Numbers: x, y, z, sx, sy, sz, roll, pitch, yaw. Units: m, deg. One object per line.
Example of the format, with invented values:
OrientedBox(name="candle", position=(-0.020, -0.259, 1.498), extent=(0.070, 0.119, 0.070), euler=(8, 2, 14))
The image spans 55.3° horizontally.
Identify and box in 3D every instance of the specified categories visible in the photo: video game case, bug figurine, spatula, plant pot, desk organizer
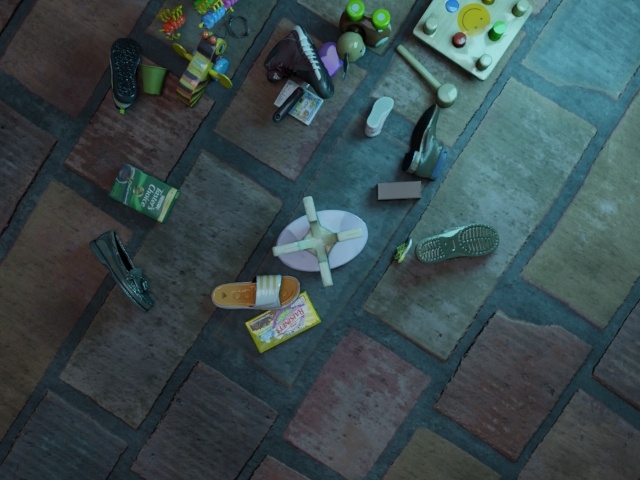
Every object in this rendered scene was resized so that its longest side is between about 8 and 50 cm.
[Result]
OrientedBox(name="video game case", position=(-0.065, -0.409, 1.814), extent=(0.122, 0.011, 0.087), euler=(32, 91, 1))
OrientedBox(name="bug figurine", position=(-0.329, -0.650, 1.722), extent=(0.216, 0.278, 0.072), euler=(-52, 131, -25))
OrientedBox(name="spatula", position=(-0.040, -0.458, 1.793), extent=(0.084, 0.030, 0.296), euler=(41, 82, 1))
OrientedBox(name="plant pot", position=(-0.491, -0.471, 1.797), extent=(0.083, 0.083, 0.079), euler=(9, 103, 1))
OrientedBox(name="desk organizer", position=(0.230, -0.144, 1.794), extent=(0.130, 0.047, 0.050), euler=(-2, 89, 2))

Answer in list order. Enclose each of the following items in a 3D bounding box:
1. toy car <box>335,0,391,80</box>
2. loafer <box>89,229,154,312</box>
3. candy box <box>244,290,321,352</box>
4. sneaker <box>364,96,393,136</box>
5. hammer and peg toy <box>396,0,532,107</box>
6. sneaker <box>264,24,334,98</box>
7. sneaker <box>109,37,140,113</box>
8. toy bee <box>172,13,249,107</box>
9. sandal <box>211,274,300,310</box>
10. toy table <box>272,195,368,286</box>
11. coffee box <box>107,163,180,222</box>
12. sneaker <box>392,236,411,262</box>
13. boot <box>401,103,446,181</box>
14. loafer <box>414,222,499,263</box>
OrientedBox(name="toy car", position=(0.105, -0.548, 1.727), extent=(0.148, 0.155, 0.189), euler=(20, 87, 1))
OrientedBox(name="loafer", position=(-0.570, 0.087, 1.800), extent=(0.084, 0.096, 0.268), euler=(-39, 88, -4))
OrientedBox(name="candy box", position=(-0.111, 0.242, 1.820), extent=(0.205, 0.027, 0.105), euler=(-28, 92, 2))
OrientedBox(name="sneaker", position=(0.168, -0.359, 1.795), extent=(0.050, 0.070, 0.134), euler=(27, 62, 9))
OrientedBox(name="hammer and peg toy", position=(0.396, -0.583, 1.740), extent=(0.265, 0.127, 0.361), euler=(35, 92, 1))
OrientedBox(name="sneaker", position=(-0.070, -0.474, 1.744), extent=(0.162, 0.106, 0.282), euler=(-30, 55, 14))
OrientedBox(name="sneaker", position=(-0.582, -0.482, 1.791), extent=(0.084, 0.097, 0.235), euler=(8, 66, -23))
OrientedBox(name="toy bee", position=(-0.332, -0.532, 1.746), extent=(0.195, 0.162, 0.299), euler=(13, 91, 3))
OrientedBox(name="sandal", position=(-0.192, 0.153, 1.784), extent=(0.265, 0.076, 0.102), euler=(-6, 70, 2))
OrientedBox(name="toy table", position=(0.000, 0.000, 1.747), extent=(0.274, 0.161, 0.252), euler=(-25, 90, 3))
OrientedBox(name="coffee box", position=(-0.523, -0.141, 1.817), extent=(0.184, 0.040, 0.113), euler=(28, 92, 1))
OrientedBox(name="sneaker", position=(0.241, 0.025, 1.804), extent=(0.035, 0.031, 0.083), euler=(28, 92, 1))
OrientedBox(name="boot", position=(0.323, -0.281, 1.788), extent=(0.106, 0.082, 0.219), euler=(24, 87, -21))
OrientedBox(name="loafer", position=(0.388, 0.007, 1.774), extent=(0.268, 0.092, 0.102), euler=(-8, 93, -14))
